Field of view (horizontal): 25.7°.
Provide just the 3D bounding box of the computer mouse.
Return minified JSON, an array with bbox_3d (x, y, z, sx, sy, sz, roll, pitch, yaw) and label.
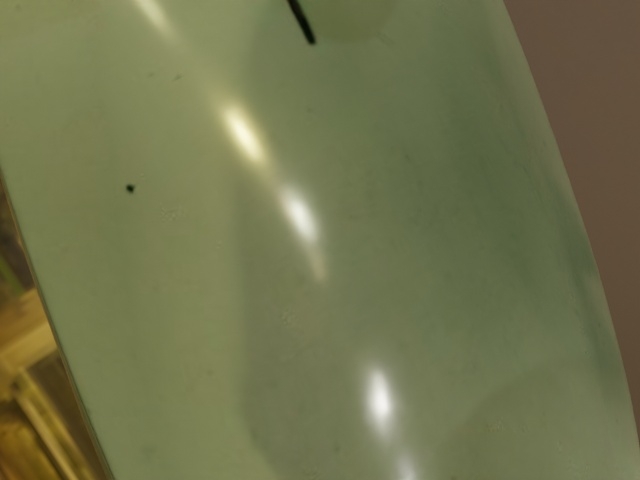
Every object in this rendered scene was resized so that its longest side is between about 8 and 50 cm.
[{"bbox_3d":[0.002,0.001,0.394,0.097,0.159,0.288,-178,-109,-72],"label":"computer mouse"}]
